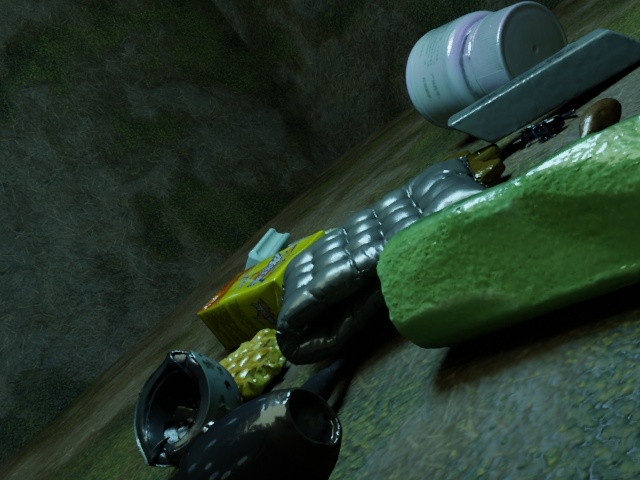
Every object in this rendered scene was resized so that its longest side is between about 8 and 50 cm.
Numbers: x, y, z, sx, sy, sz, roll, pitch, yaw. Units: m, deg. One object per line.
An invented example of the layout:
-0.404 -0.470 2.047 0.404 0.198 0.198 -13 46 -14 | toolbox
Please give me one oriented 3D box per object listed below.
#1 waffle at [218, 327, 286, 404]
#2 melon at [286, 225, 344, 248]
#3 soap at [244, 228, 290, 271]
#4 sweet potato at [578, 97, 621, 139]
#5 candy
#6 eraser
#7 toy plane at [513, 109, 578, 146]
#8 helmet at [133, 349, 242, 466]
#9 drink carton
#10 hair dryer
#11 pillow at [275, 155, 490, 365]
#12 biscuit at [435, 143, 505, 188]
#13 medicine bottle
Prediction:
-0.151 0.235 1.100 0.254 0.052 0.245 -38 9 3 | waffle
-0.007 0.003 1.781 0.098 0.054 0.182 -26 0 -35 | melon
-0.140 0.056 1.792 0.198 0.066 0.119 -60 -15 -69 | soap
0.362 -0.147 0.918 0.117 0.049 0.049 -44 10 -34 | sweet potato
0.203 -0.002 0.606 0.142 0.132 0.343 11 -27 -39 | candy
0.396 -0.272 1.221 0.352 0.077 0.111 -30 8 19 | eraser
0.369 -0.185 1.158 0.049 0.031 0.121 -38 8 -37 | toy plane
-0.170 0.232 0.940 0.177 0.107 0.153 -19 58 51 | helmet
-0.097 0.108 1.349 0.154 0.111 0.351 -46 12 -34 | drink carton
-0.047 0.214 0.728 0.303 0.120 0.359 -51 -8 27 | hair dryer
0.082 0.018 0.905 0.326 0.101 0.228 -31 15 10 | pillow
0.238 -0.105 1.235 0.197 0.049 0.301 -28 11 10 | biscuit
0.359 -0.378 1.511 0.241 0.241 0.302 -42 18 -22 | medicine bottle
